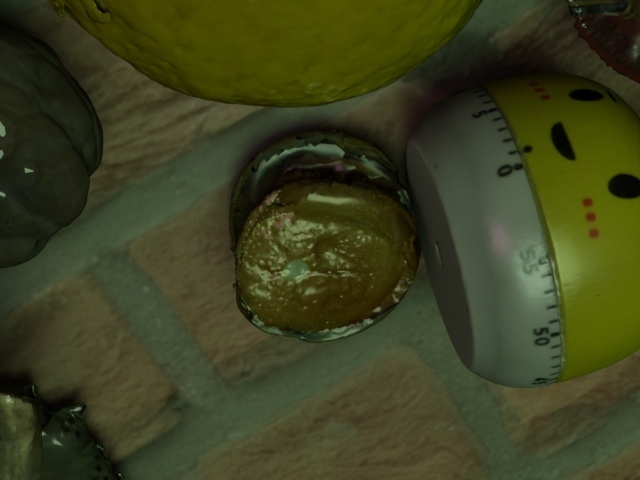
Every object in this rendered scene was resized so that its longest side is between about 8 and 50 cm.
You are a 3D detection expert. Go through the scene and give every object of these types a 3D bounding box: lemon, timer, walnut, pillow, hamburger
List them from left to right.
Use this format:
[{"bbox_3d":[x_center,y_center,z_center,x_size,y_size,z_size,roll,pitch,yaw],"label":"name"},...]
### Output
[{"bbox_3d":[-0.284,-0.081,1.306,0.224,0.224,0.224,-5,119,-9],"label":"walnut"},{"bbox_3d":[-0.235,0.213,1.555,0.093,0.051,0.241,-22,119,7],"label":"pillow"},{"bbox_3d":[-0.030,-0.258,1.175,0.387,0.350,0.350,20,114,-38],"label":"lemon"},{"bbox_3d":[0.000,0.000,1.457,0.177,0.113,0.185,-28,128,3],"label":"hamburger"},{"bbox_3d":[0.226,-0.022,1.402,0.285,0.285,0.285,-5,119,-9],"label":"timer"}]

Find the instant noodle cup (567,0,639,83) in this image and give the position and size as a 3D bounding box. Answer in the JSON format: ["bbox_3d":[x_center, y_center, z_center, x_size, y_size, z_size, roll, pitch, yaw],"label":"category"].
[{"bbox_3d":[0.318,-0.260,1.387,0.274,0.091,0.274,-5,118,-9],"label":"instant noodle cup"}]

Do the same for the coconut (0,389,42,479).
[{"bbox_3d":[-0.401,0.202,1.333,0.405,0.404,0.404,-5,119,-9],"label":"coconut"}]
